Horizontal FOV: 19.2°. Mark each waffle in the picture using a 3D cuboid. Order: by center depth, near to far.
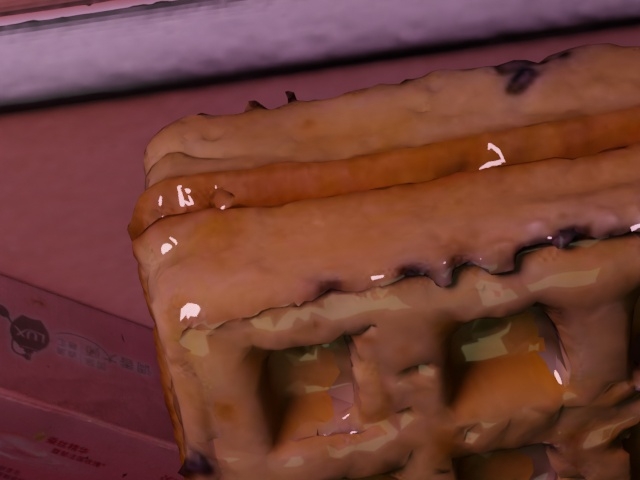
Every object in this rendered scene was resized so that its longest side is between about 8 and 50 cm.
[{"bbox_3d":[0.092,0.108,0.676,0.261,0.114,0.376,-13,128,-4],"label":"waffle"}]

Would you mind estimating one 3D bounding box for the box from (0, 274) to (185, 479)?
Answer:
[{"bbox_3d":[-0.092,0.082,0.736,0.156,0.060,0.111,21,133,-26],"label":"box"}]
